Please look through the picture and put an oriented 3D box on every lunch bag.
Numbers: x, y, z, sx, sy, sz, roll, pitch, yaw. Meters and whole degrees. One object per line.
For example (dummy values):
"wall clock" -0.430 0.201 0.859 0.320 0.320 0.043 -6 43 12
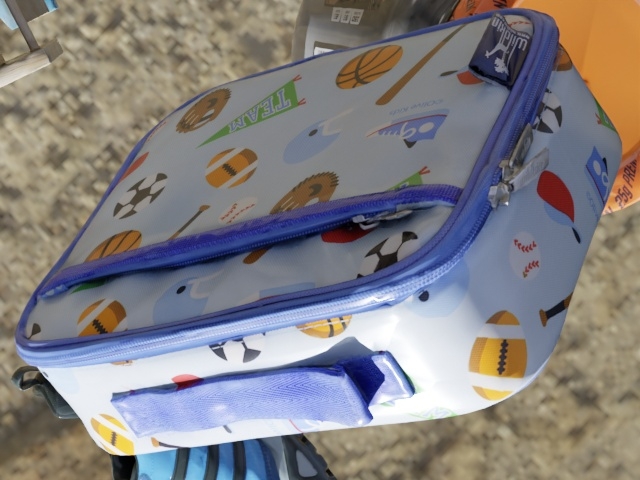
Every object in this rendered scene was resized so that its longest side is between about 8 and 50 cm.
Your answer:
"lunch bag" 0.000 0.000 0.843 0.115 0.303 0.243 57 41 -25

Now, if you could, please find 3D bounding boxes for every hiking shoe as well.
"hiking shoe" -0.094 0.156 1.246 0.132 0.113 0.304 -43 115 -8

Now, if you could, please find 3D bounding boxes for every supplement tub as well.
"supplement tub" 0.112 -0.118 1.112 0.207 0.338 0.207 -2 100 -14

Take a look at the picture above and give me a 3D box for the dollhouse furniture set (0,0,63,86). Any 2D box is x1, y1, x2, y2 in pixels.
"dollhouse furniture set" -0.239 -0.167 0.941 0.129 0.129 0.183 -24 103 9
